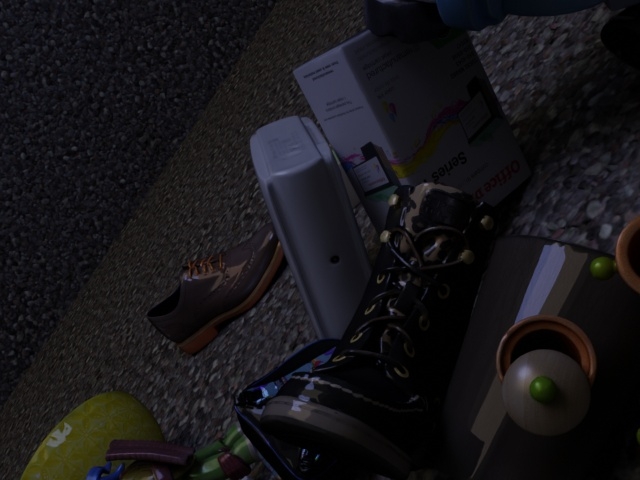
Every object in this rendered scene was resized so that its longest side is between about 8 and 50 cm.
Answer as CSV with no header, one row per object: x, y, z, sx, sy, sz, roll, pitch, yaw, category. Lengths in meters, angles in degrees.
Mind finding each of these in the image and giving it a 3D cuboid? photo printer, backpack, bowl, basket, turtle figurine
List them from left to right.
-0.341,0.410,1.308,0.156,0.289,0.289,24,75,23,bowl
-0.155,0.368,1.079,0.266,0.197,0.274,-31,61,-14,turtle figurine
0.000,0.000,1.108,0.107,0.307,0.256,-20,24,-1,photo printer
0.000,0.216,0.994,0.173,0.117,0.158,-35,58,-23,backpack
0.202,0.130,0.729,0.204,0.154,0.226,11,71,55,basket

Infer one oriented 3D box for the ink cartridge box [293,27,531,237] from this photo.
0.125,-0.148,1.021,0.201,0.278,0.117,-37,16,-30,ink cartridge box

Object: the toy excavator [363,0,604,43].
0.314,-0.370,0.867,0.445,0.222,0.433,20,50,24,toy excavator

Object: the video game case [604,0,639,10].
0.429,-0.333,0.939,0.201,0.023,0.183,-15,25,16,video game case

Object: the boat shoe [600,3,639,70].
0.385,-0.187,0.849,0.096,0.112,0.335,-29,24,20,boat shoe

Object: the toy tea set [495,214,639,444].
0.286,0.044,0.572,0.336,0.124,0.200,-42,66,5,toy tea set

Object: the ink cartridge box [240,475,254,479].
-0.026,0.367,0.716,0.171,0.233,0.168,-48,24,13,ink cartridge box

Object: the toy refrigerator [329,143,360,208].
0.102,-0.182,1.406,0.269,0.094,0.102,-43,26,24,toy refrigerator

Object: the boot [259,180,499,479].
0.076,0.078,0.776,0.138,0.377,0.284,16,80,22,boot

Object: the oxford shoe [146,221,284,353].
-0.203,0.080,1.568,0.363,0.133,0.130,-45,24,19,oxford shoe
